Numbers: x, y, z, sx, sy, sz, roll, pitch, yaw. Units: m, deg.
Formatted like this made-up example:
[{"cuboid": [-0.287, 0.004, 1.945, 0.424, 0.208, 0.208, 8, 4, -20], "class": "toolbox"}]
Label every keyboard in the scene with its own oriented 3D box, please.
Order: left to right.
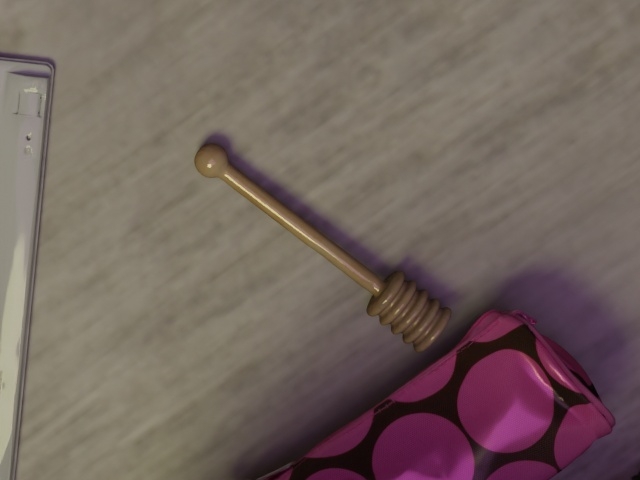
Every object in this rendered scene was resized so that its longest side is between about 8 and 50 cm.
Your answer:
[{"cuboid": [-0.189, 0.029, 0.962, 0.072, 0.014, 0.256, 7, 101, -2], "class": "keyboard"}]

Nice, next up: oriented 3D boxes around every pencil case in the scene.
[{"cuboid": [0.048, 0.120, 0.966, 0.209, 0.095, 0.098, -36, 86, 0], "class": "pencil case"}]

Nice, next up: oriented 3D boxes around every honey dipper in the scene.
[{"cuboid": [0.000, 0.000, 0.966, 0.161, 0.030, 0.030, 39, 95, -9], "class": "honey dipper"}]
